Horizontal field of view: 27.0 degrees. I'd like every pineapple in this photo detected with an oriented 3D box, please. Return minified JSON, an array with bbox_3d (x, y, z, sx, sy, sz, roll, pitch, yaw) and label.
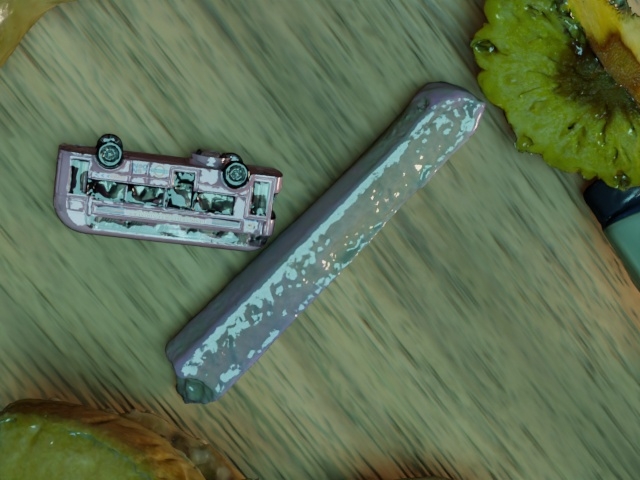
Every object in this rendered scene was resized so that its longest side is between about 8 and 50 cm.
[{"bbox_3d":[0.238,-0.163,1.251,0.250,0.164,0.140,44,132,-17],"label":"pineapple"}]

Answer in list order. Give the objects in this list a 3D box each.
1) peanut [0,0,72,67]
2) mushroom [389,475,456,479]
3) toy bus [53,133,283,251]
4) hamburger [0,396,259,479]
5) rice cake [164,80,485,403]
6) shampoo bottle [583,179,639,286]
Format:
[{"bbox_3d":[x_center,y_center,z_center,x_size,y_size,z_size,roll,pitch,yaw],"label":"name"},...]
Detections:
[{"bbox_3d":[-0.236,-0.254,1.111,0.147,0.147,0.319,43,87,-14],"label":"peanut"},{"bbox_3d":[0.119,0.307,1.240,0.254,0.189,0.195,22,137,4],"label":"mushroom"},{"bbox_3d":[-0.139,-0.043,1.206,0.203,0.063,0.090,6,101,-10],"label":"toy bus"},{"bbox_3d":[-0.113,0.347,1.124,0.287,0.268,0.445,-8,80,13],"label":"hamburger"},{"bbox_3d":[0.000,-0.001,1.232,0.399,0.070,0.064,-46,111,-2],"label":"rice cake"},{"bbox_3d":[0.400,0.066,1.258,0.134,0.078,0.359,-33,80,-4],"label":"shampoo bottle"}]
